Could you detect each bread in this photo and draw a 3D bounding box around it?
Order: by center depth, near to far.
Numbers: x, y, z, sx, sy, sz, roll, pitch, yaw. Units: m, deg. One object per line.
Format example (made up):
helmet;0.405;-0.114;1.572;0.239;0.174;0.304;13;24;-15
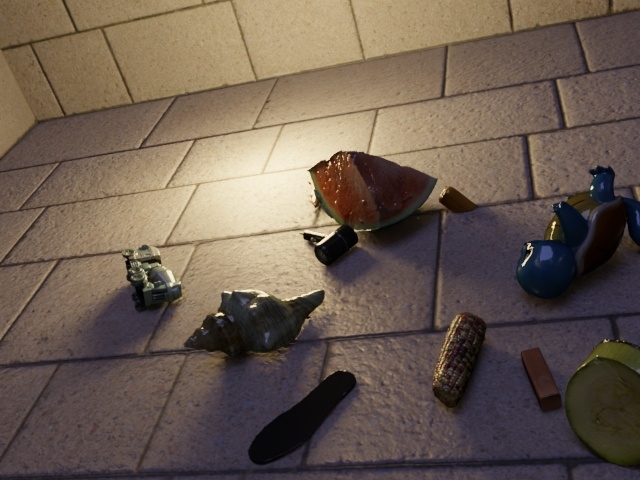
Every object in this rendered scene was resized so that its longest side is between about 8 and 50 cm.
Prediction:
bread;0.401;-0.111;2.225;0.062;0.103;0.049;-52;4;30

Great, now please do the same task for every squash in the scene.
squash;0.559;0.291;1.374;0.133;0.220;0.220;-30;34;-25

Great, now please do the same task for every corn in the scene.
corn;0.303;0.261;1.665;0.086;0.086;0.253;2;39;28

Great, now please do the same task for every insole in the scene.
insole;-0.036;0.393;1.692;0.110;0.012;0.309;16;45;43

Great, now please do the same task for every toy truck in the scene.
toy truck;-0.508;0.110;2.268;0.140;0.107;0.256;-13;32;-17

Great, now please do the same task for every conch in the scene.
conch;-0.160;0.198;1.914;0.386;0.169;0.203;-24;58;-8

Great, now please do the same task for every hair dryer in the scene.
hair dryer;0.000;0.000;2.231;0.124;0.071;0.219;-36;30;-26

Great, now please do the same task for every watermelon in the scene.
watermelon;0.130;-0.115;2.236;0.292;0.319;0.222;-35;38;61

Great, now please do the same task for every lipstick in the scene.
lipstick;0.463;0.290;1.581;0.045;0.045;0.145;-13;32;4

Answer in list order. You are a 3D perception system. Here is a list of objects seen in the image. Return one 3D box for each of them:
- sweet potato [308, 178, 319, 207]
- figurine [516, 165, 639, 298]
sweet potato;-0.017;-0.151;2.484;0.044;0.044;0.179;-15;31;4
figurine;0.640;-0.024;1.846;0.417;0.242;0.298;-22;-11;-13
